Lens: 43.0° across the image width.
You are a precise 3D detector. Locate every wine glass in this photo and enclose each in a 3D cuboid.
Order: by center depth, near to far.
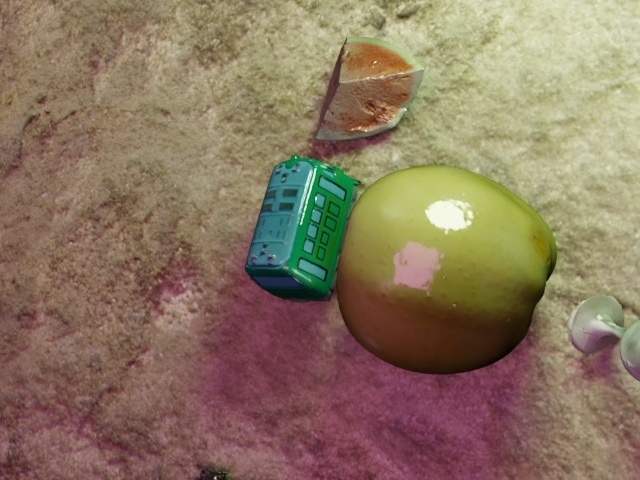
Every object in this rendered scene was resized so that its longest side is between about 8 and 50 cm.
[{"bbox_3d":[0.629,0.205,1.603,0.143,0.321,0.143,-3,100,-16],"label":"wine glass"}]

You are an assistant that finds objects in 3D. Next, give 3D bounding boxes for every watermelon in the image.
[{"bbox_3d":[0.117,-0.372,1.977,0.260,0.176,0.255,1,96,4],"label":"watermelon"}]

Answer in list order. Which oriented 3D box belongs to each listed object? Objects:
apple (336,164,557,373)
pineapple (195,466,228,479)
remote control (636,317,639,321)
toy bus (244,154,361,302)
[{"bbox_3d":[0.259,0.065,1.732,0.474,0.474,0.473,-2,86,26],"label":"apple"},{"bbox_3d":[-0.332,0.726,2.149,0.158,0.158,0.278,18,82,26],"label":"pineapple"},{"bbox_3d":[0.729,0.225,1.706,0.162,0.029,0.061,43,104,22],"label":"remote control"},{"bbox_3d":[-0.049,-0.034,1.954,0.184,0.199,0.343,-3,65,40],"label":"toy bus"}]
